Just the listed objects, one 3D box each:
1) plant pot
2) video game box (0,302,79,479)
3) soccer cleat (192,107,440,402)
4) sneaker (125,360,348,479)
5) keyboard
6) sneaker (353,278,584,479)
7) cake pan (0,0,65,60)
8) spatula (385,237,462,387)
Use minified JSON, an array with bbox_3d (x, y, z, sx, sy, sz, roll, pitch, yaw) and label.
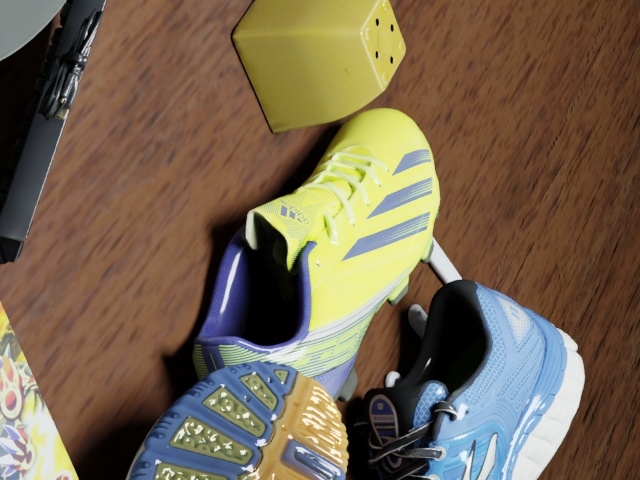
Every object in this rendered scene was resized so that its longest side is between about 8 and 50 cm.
[{"bbox_3d":[0.006,-0.126,1.221,0.081,0.083,0.081,-61,139,-42],"label":"plant pot"},{"bbox_3d":[-0.196,0.134,0.882,0.205,0.048,0.187,-55,137,-47],"label":"video game box"},{"bbox_3d":[0.001,0.000,1.197,0.121,0.093,0.289,61,39,-36],"label":"soccer cleat"},{"bbox_3d":[-0.084,0.194,1.022,0.296,0.112,0.131,-60,-177,-39],"label":"sneaker"},{"bbox_3d":[-0.134,-0.081,0.960,0.108,0.023,0.180,141,-34,-73],"label":"keyboard"},{"bbox_3d":[0.072,0.172,1.313,0.147,0.130,0.330,39,54,-31],"label":"sneaker"},{"bbox_3d":[-0.192,-0.202,0.854,0.293,0.054,0.293,-16,109,-54],"label":"cake pan"},{"bbox_3d":[0.117,0.114,1.476,0.242,0.019,0.168,51,47,-48],"label":"spatula"}]
